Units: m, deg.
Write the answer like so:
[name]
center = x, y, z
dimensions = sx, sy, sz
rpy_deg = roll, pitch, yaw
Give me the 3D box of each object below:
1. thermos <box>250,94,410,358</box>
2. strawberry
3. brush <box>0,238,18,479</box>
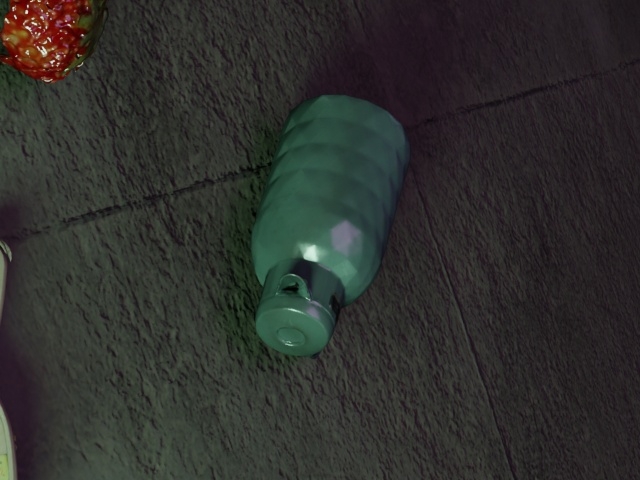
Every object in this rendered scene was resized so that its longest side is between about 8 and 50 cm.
[thermos]
center = 0.000, 0.000, 1.861
dimensions = 0.182, 0.145, 0.286
rpy_deg = 86, 16, -50
[strawberry]
center = -0.239, -0.212, 1.602
dimensions = 0.145, 0.086, 0.145
rpy_deg = 17, 90, -84
[brush]
center = -0.279, 0.142, 1.461
dimensions = 0.067, 0.072, 0.312
rpy_deg = 72, 11, -64
